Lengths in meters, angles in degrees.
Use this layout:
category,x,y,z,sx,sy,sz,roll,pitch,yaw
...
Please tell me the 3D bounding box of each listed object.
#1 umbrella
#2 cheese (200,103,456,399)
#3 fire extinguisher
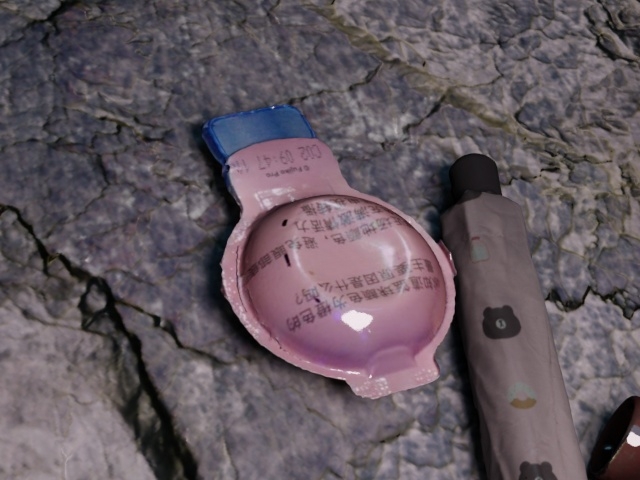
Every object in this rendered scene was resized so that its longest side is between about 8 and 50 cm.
category,x,y,z,sx,sy,sz,roll,pitch,yaw
umbrella,0.144,0.071,0.985,0.073,0.067,0.337,17,48,-31
cheese,0.000,0.000,0.988,0.189,0.074,0.286,-15,57,-27
fire extinguisher,0.322,0.189,0.935,0.231,0.099,0.071,27,41,4
